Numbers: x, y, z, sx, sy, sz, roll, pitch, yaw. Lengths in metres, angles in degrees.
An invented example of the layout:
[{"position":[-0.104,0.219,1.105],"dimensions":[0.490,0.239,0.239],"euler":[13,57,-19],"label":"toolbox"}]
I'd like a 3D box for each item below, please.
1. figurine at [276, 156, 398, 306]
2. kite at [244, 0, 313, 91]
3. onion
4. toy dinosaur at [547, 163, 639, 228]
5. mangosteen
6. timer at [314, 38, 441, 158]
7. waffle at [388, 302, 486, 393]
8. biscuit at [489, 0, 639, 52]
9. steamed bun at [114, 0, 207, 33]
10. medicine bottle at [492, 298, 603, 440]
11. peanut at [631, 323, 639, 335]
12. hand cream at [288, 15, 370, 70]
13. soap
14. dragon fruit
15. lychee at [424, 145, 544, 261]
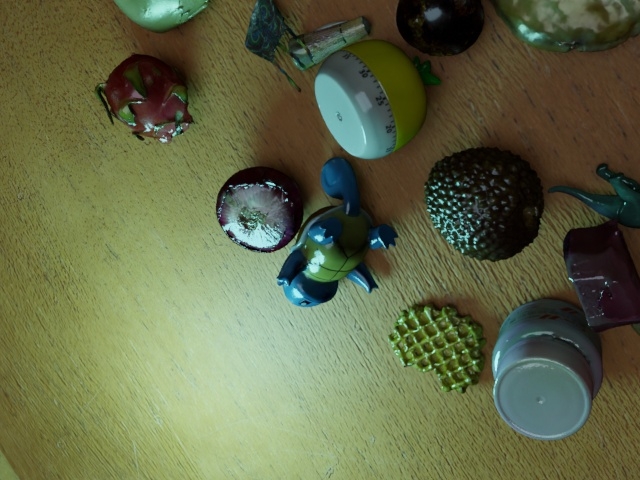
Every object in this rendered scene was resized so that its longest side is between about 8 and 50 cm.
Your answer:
[{"position":[0.024,0.011,1.671],"dimensions":[0.243,0.298,0.416],"euler":[40,121,45],"label":"figurine"},{"position":[-0.100,-0.473,1.601],"dimensions":[0.285,0.015,0.152],"euler":[54,133,33],"label":"kite"},{"position":[-0.155,-0.085,1.743],"dimensions":[0.248,0.161,0.247],"euler":[13,122,21],"label":"onion"},{"position":[0.741,-0.033,1.432],"dimensions":[0.384,0.129,0.330],"euler":[-20,107,28],"label":"toy dinosaur"},{"position":[0.262,-0.509,1.424],"dimensions":[0.192,0.192,0.217],"euler":[12,90,19],"label":"mangosteen"},{"position":[0.152,-0.341,1.505],"dimensions":[0.285,0.285,0.285],"euler":[7,110,20],"label":"timer"},{"position":[0.302,0.282,1.732],"dimensions":[0.254,0.056,0.248],"euler":[4,108,19],"label":"waffle"},{"position":[0.528,-0.605,1.319],"dimensions":[0.429,0.104,0.446],"euler":[-31,91,28],"label":"biscuit"},{"position":[-0.414,-0.658,1.627],"dimensions":[0.232,0.166,0.272],"euler":[-16,119,31],"label":"steamed bun"},{"position":[0.514,0.289,1.506],"dimensions":[0.241,0.302,0.241],"euler":[7,109,20],"label":"medicine bottle"},{"position":[0.779,0.211,1.487],"dimensions":[0.214,0.099,0.090],"euler":[42,128,8],"label":"peanut"},{"position":[0.025,-0.481,1.586],"dimensions":[0.203,0.084,0.083],"euler":[-17,100,21],"label":"hand cream"},{"position":[0.600,0.075,1.389],"dimensions":[0.127,0.325,0.220],"euler":[-22,100,23],"label":"soap"},{"position":[-0.453,-0.370,1.743],"dimensions":[0.224,0.224,0.227],"euler":[-43,72,28],"label":"dragon fruit"},{"position":[0.361,-0.087,1.487],"dimensions":[0.268,0.267,0.267],"euler":[7,110,20],"label":"lychee"}]
